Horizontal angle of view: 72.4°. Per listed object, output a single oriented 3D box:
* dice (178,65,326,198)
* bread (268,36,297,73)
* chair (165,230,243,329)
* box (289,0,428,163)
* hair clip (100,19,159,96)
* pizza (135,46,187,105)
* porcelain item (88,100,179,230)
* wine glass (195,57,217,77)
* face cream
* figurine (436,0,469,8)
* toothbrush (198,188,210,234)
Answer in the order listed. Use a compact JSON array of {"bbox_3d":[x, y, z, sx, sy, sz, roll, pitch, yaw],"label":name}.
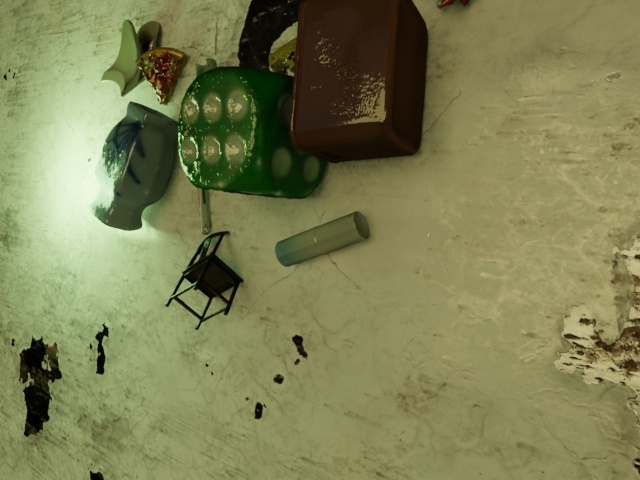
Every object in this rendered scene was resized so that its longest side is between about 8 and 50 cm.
[{"bbox_3d":[-0.168,-0.260,1.126,0.297,0.300,0.287,9,94,32],"label":"dice"},{"bbox_3d":[-0.048,-0.521,1.209,0.226,0.049,0.088,-18,78,31],"label":"bread"},{"bbox_3d":[-0.332,0.112,1.313,0.154,0.141,0.260,-28,28,28],"label":"chair"},{"bbox_3d":[0.099,-0.362,0.999,0.229,0.239,0.340,4,89,30],"label":"box"},{"bbox_3d":[-0.684,-0.676,1.602,0.172,0.113,0.282,36,111,30],"label":"hair clip"},{"bbox_3d":[-0.546,-0.571,1.511,0.200,0.053,0.193,-9,96,16],"label":"pizza"},{"bbox_3d":[-0.634,-0.250,1.496,0.242,0.178,0.405,33,102,30],"label":"porcelain item"},{"bbox_3d":[-0.349,-0.473,1.383,0.079,0.079,0.196,-16,80,31],"label":"wine glass"},{"bbox_3d":[0.000,0.000,1.132,0.250,0.077,0.077,-19,77,30],"label":"face cream"},{"bbox_3d":[0.273,-0.624,0.951,0.160,0.183,0.226,-9,95,41],"label":"figurine"},{"bbox_3d":[-0.395,-0.222,1.421,0.040,0.042,0.418,-14,80,44],"label":"toothbrush"}]
